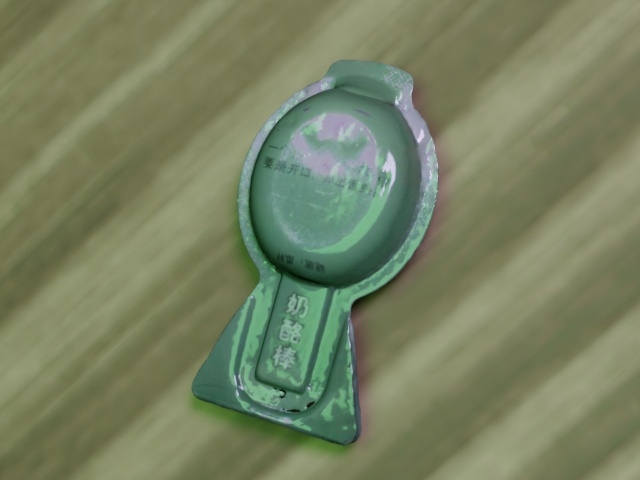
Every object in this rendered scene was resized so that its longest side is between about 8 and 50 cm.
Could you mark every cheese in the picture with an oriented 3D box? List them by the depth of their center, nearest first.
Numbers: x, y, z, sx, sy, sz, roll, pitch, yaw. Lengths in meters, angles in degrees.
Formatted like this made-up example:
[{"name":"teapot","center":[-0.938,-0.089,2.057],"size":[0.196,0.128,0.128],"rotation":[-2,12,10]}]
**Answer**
[{"name":"cheese","center":[0.000,0.000,0.622],"size":[0.067,0.026,0.120],"rotation":[16,88,22]}]
